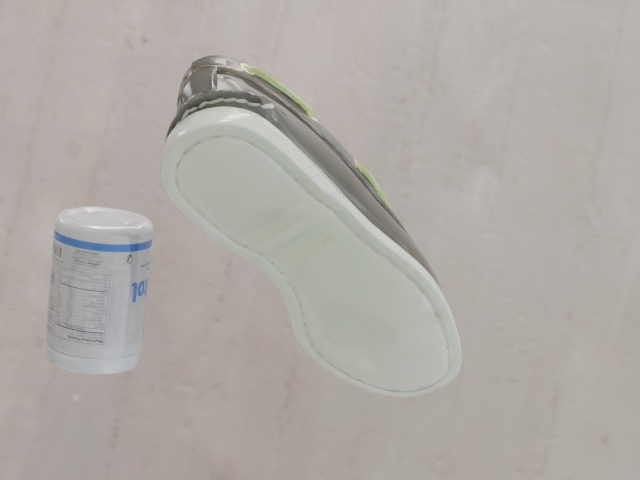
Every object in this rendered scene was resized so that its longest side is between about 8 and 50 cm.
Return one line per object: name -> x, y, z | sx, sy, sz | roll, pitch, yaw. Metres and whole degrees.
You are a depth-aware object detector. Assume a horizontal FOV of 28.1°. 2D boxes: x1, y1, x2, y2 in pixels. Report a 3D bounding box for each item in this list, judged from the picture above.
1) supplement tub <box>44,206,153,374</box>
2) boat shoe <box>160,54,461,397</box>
supplement tub -> -0.158, 0.034, 0.913 | 0.071, 0.071, 0.107 | 13, 105, 24
boat shoe -> 0.004, -0.002, 0.864 | 0.109, 0.305, 0.091 | -26, 40, 19
